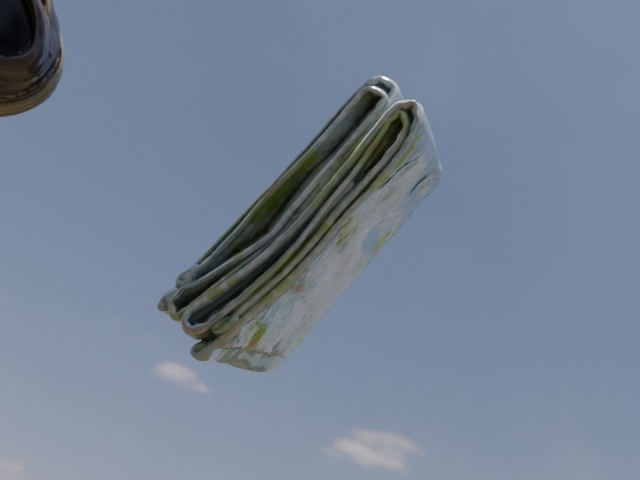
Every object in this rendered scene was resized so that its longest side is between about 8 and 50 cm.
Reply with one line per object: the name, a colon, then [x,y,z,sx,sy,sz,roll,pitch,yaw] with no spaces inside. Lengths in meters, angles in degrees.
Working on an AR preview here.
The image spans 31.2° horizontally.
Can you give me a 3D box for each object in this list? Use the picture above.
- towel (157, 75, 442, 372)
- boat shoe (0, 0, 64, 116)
towel: [0.000,0.000,1.213,0.090,0.320,0.374,44,0,11]
boat shoe: [-0.284,-0.266,0.834,0.355,0.132,0.130,60,-23,-6]
